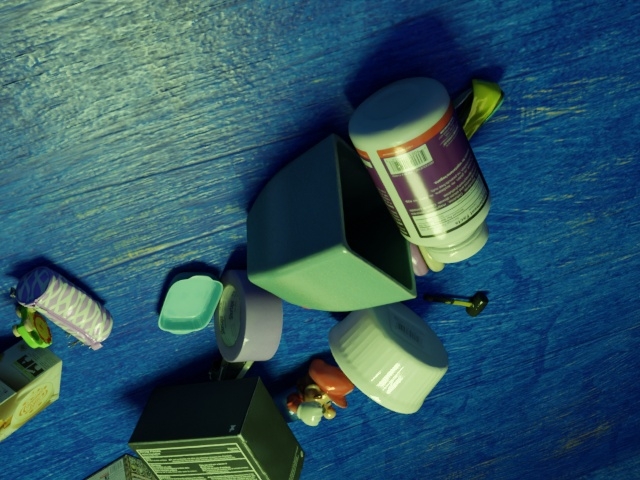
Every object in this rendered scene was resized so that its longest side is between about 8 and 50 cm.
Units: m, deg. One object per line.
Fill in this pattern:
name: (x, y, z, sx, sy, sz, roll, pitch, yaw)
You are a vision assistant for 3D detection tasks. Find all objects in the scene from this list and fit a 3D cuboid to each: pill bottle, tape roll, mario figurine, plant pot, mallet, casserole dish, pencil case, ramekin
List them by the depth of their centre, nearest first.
pill bottle: (0.191, -0.117, 1.342, 0.182, 0.181, 0.323, -28, 123, 6)
plant pot: (0.000, 0.000, 1.408, 0.252, 0.247, 0.248, -24, 144, 28)
pencil case: (-0.485, 0.128, 1.432, 0.086, 0.088, 0.206, -29, 142, 11)
tape roll: (-0.151, 0.154, 1.541, 0.080, 0.189, 0.189, 3, 134, -28)
casserole dish: (-0.275, 0.125, 1.568, 0.114, 0.037, 0.188, 3, 135, -27)
ramekin: (0.167, 0.254, 1.751, 0.277, 0.277, 0.135, 20, 117, -40)
mallet: (0.346, 0.150, 1.901, 0.190, 0.039, 0.062, 17, 127, -33)
mario figurine: (-0.052, 0.438, 1.916, 0.321, 0.198, 0.170, -28, 126, 13)

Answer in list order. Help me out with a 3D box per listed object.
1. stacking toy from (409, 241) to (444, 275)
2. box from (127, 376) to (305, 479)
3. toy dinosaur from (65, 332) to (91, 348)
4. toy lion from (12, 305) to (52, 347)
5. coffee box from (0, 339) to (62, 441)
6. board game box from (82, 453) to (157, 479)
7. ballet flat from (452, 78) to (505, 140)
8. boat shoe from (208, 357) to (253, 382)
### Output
stacking toy: (0.091, 0.059, 1.608, 0.330, 0.141, 0.141, -24, 141, 10)
box: (-0.233, 0.487, 1.760, 0.296, 0.182, 0.294, -10, 127, 21)
toy dinosaur: (-0.495, 0.187, 1.549, 0.090, 0.047, 0.082, -42, 141, -32)
toy lion: (-0.550, 0.172, 1.446, 0.034, 0.100, 0.096, -25, 122, 0)
coffee box: (-0.637, 0.316, 1.466, 0.246, 0.098, 0.141, -39, 158, -46)
board game box: (-0.530, 0.755, 1.961, 0.232, 0.291, 0.141, -32, 140, 12)
ballet flat: (0.258, -0.209, 1.429, 0.077, 0.077, 0.231, 21, 124, -15)
boat shoe: (-0.227, 0.315, 1.795, 0.079, 0.084, 0.233, 34, 131, -3)
